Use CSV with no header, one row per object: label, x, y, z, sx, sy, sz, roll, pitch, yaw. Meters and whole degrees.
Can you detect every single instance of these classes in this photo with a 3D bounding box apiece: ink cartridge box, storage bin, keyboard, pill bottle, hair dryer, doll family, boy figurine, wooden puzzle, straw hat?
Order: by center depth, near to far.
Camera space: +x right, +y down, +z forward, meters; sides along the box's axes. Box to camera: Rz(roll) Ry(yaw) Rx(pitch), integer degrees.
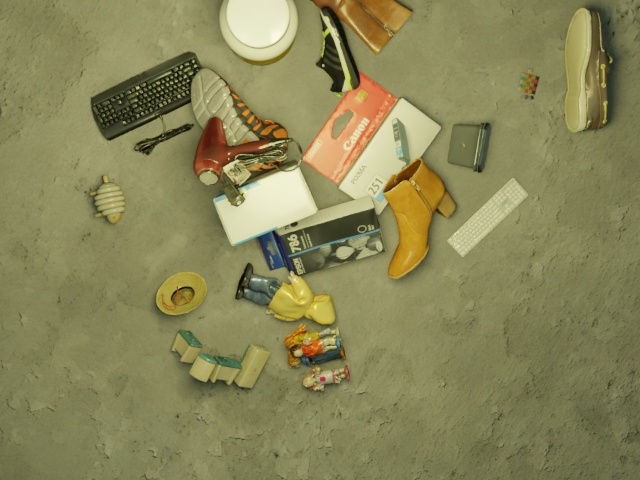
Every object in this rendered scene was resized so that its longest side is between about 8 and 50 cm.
hair dryer,-0.196,-0.203,1.713,0.223,0.293,0.080,-35,146,-19
pill bottle,-0.148,-0.527,1.734,0.188,0.334,0.188,-1,101,-4
ink cartridge box,-0.137,-0.105,1.829,0.223,0.307,0.129,-23,99,1
keyboard,-0.437,-0.350,1.905,0.317,0.033,0.201,-25,101,2
ink cartridge box,0.135,-0.262,1.940,0.261,0.066,0.296,34,97,-10
ink cartridge box,0.000,0.000,1.943,0.333,0.065,0.165,-16,130,4
storage bin,0.404,-0.259,1.952,0.091,0.098,0.135,12,101,22
wooden puzzle,0.571,-0.430,1.965,0.049,0.006,0.083,12,100,-6
boy figurine,-0.086,0.153,1.981,0.285,0.092,0.177,18,130,-8
straw hat,-0.380,0.161,1.986,0.144,0.144,0.061,-11,142,-2
doll family,-0.017,0.314,2.007,0.163,0.118,0.263,-11,138,4
keyboard,0.474,-0.064,2.025,0.256,0.014,0.072,-44,100,5

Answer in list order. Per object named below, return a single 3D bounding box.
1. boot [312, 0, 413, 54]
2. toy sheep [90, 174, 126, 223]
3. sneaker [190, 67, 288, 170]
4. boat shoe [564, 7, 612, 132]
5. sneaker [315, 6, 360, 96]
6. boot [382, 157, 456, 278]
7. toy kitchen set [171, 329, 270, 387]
boot,0.126,-0.668,1.848,0.280,0.096,0.264,35,96,-10
toy sheep,-0.567,-0.109,1.915,0.091,0.091,0.132,-14,96,-1
sneaker,-0.206,-0.310,1.878,0.124,0.180,0.321,-39,77,29
boat shoe,0.724,-0.456,1.919,0.097,0.116,0.324,-6,105,-7
sneaker,0.027,-0.485,1.866,0.097,0.084,0.234,-15,116,16
boot,0.226,-0.061,1.935,0.211,0.104,0.295,40,84,-33
toy kitchen set,-0.284,0.312,2.024,0.207,0.166,0.122,20,102,-44
